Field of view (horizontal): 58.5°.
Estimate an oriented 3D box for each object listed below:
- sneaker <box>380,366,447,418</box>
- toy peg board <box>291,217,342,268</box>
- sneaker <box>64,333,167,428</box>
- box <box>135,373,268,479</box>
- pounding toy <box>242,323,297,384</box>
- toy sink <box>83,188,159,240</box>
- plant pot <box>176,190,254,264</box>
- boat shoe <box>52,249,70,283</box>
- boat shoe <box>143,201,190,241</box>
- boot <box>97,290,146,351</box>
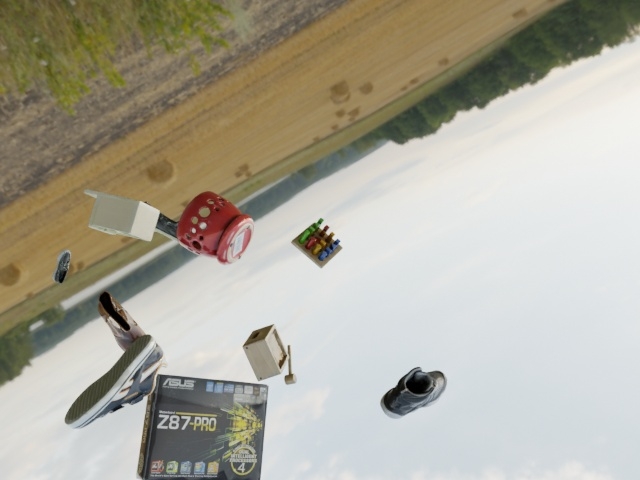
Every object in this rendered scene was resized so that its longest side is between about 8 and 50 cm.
[{"bbox_3d":[0.310,0.436,1.711,0.269,0.101,0.153,-15,149,-37],"label":"sneaker"},{"bbox_3d":[0.000,0.000,2.248,0.161,0.161,0.079,-41,169,-45],"label":"toy peg board"},{"bbox_3d":[-0.565,0.426,1.632,0.126,0.127,0.321,5,-136,47],"label":"sneaker"},{"bbox_3d":[-0.374,0.615,1.866,0.395,0.317,0.097,15,158,-28],"label":"box"},{"bbox_3d":[-0.157,0.385,1.851,0.094,0.205,0.181,-20,-170,13],"label":"pounding toy"},{"bbox_3d":[-0.730,-0.086,2.053,0.234,0.131,0.153,13,172,13],"label":"toy sink"},{"bbox_3d":[-0.306,-0.031,1.723,0.191,0.174,0.191,-56,163,-27],"label":"plant pot"},{"bbox_3d":[-0.985,0.101,2.193,0.049,0.040,0.142,-6,126,-58],"label":"boat shoe"},{"bbox_3d":[-0.598,-0.060,2.372,0.113,0.340,0.127,-65,-168,0],"label":"boat shoe"},{"bbox_3d":[-0.626,0.281,1.863,0.096,0.264,0.280,-32,-178,-25],"label":"boot"}]
